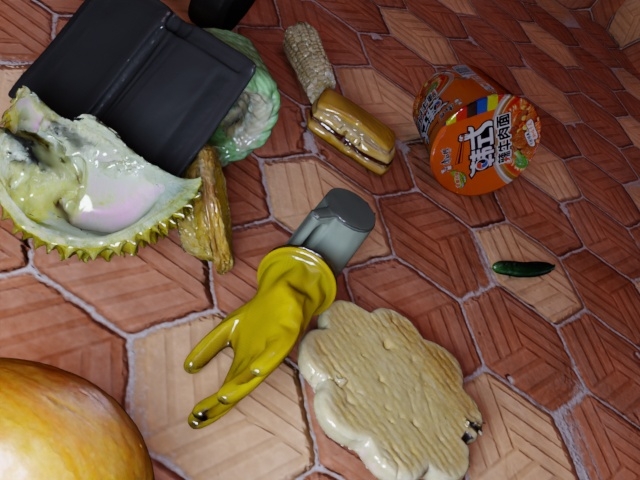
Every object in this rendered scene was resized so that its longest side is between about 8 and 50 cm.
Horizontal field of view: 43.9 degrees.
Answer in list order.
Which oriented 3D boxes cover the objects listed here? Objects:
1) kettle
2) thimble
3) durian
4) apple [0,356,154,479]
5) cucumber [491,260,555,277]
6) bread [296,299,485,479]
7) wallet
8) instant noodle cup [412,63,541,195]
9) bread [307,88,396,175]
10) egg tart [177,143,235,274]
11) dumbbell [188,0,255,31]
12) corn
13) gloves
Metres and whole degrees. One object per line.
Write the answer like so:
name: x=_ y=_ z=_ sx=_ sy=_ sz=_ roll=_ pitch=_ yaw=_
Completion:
kettle: x=0.000 y=-0.004 z=1.209 sx=0.127 sy=0.148 sz=0.098 roll=18 pitch=40 yaw=-24
thimble: x=-0.182 y=-0.226 z=1.247 sx=0.219 sy=0.219 sz=0.150 roll=2 pitch=48 yaw=-40
durian: x=-0.310 y=-0.075 z=1.002 sx=0.306 sy=0.166 sz=0.172 roll=37 pitch=31 yaw=16
apple: x=-0.271 y=0.225 z=0.608 sx=0.233 sy=0.286 sz=0.286 roll=28 pitch=33 yaw=14
cucumber: x=0.412 y=0.058 z=1.607 sx=0.184 sy=0.033 sz=0.036 roll=4 pitch=72 yaw=-39
bread: x=0.099 y=0.216 z=1.127 sx=0.316 sy=0.054 sz=0.316 roll=24 pitch=38 yaw=-20
wallet: x=-0.268 y=-0.230 z=1.130 sx=0.323 sy=0.247 sz=0.041 roll=34 pitch=-9 yaw=20
instant noodle cup: x=0.323 y=-0.252 z=1.714 sx=0.250 sy=0.250 sz=0.192 roll=15 pitch=33 yaw=-29
bread: x=0.069 y=-0.220 z=1.590 sx=0.200 sy=0.077 sz=0.116 roll=33 pitch=27 yaw=-8
egg tart: x=-0.166 y=-0.042 z=1.122 sx=0.074 sy=0.191 sz=0.191 roll=-10 pitch=48 yaw=-4
dumbbell: x=-0.276 y=-0.575 z=1.570 sx=0.322 sy=0.203 sz=0.203 roll=36 pitch=35 yaw=-3
corn: x=-0.020 y=-0.380 z=1.679 sx=0.087 sy=0.087 sz=0.211 roll=8 pitch=43 yaw=-35
gloves: x=-0.079 y=0.124 z=1.003 sx=0.116 sy=0.133 sz=0.294 roll=37 pitch=35 yaw=-1
